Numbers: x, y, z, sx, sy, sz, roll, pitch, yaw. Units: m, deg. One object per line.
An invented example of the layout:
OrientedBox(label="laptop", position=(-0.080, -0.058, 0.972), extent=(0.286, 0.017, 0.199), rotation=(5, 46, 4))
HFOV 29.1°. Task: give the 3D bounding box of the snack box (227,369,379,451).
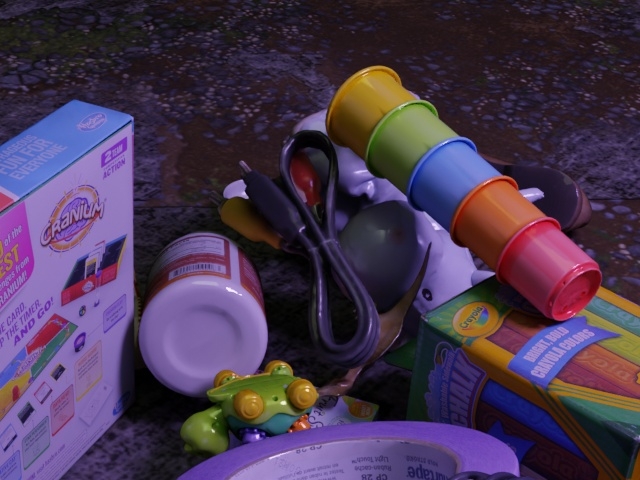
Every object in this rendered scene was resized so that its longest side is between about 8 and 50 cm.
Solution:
OrientedBox(label="snack box", position=(-0.027, 0.177, 1.167), extent=(0.141, 0.037, 0.100), rotation=(15, 35, 15))

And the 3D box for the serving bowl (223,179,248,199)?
OrientedBox(label="serving bowl", position=(-0.079, -0.045, 1.523), extent=(0.083, 0.027, 0.083), rotation=(4, 33, -2))

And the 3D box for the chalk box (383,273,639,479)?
OrientedBox(label="chalk box", position=(0.194, 0.141, 1.123), extent=(0.289, 0.179, 0.180), rotation=(29, 38, 33))

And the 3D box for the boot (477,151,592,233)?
OrientedBox(label="boot", position=(0.196, -0.066, 1.562), extent=(0.305, 0.112, 0.115), rotation=(19, 4, 29))

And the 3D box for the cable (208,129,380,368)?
OrientedBox(label="cable", position=(0.000, 0.000, 1.222), extent=(0.139, 0.072, 0.287), rotation=(-38, 58, 1))

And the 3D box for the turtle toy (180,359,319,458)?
OrientedBox(label="turtle toy", position=(-0.062, 0.155, 1.101), extent=(0.130, 0.066, 0.095), rotation=(-10, 12, -17))

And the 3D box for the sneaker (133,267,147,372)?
OrientedBox(label="sneaker", position=(-0.223, 0.081, 1.279), extent=(0.084, 0.069, 0.185), rotation=(-16, 33, -6))

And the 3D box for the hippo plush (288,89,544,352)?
OrientedBox(label="hippo plush", position=(0.077, 0.011, 1.347), extent=(0.294, 0.234, 0.236), rotation=(35, 39, -34))

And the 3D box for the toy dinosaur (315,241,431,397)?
OrientedBox(label="toy dinosaur", position=(0.060, 0.089, 1.196), extent=(0.053, 0.183, 0.092), rotation=(39, -11, -10))

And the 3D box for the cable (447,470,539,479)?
OrientedBox(label="cable", position=(0.111, 0.227, 0.808), extent=(0.150, 0.047, 0.184), rotation=(44, 58, 1))

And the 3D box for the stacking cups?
OrientedBox(label="stacking cups", position=(0.129, -0.048, 1.140), extent=(0.096, 0.096, 0.316), rotation=(-17, 44, -31))

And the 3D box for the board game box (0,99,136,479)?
OrientedBox(label="board game box", position=(-0.246, 0.072, 1.045), extent=(0.064, 0.316, 0.242), rotation=(17, 34, 19))

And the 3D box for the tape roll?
OrientedBox(label="tape roll", position=(0.019, 0.222, 0.951), extent=(0.275, 0.090, 0.275), rotation=(-7, 7, 1))

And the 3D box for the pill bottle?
OrientedBox(label="pill bottle", position=(-0.117, 0.063, 1.236), extent=(0.121, 0.121, 0.216), rotation=(2, 16, -5))
